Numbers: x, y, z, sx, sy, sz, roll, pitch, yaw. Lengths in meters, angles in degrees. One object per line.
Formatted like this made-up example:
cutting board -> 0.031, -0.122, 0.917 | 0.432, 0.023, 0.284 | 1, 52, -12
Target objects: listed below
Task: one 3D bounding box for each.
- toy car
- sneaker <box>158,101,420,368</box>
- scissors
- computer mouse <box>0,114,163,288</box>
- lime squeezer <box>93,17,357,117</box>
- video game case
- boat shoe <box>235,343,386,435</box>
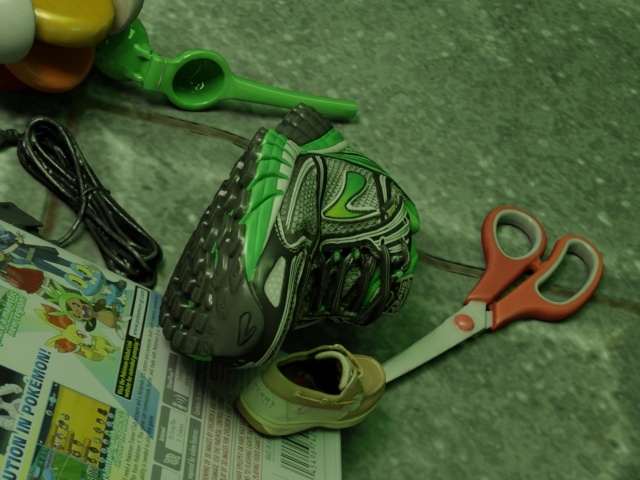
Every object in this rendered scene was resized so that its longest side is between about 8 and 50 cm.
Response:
toy car -> -0.239, -0.189, 1.023 | 0.159, 0.136, 0.182 | -25, 66, -44
sneaker -> 0.000, 0.000, 0.890 | 0.146, 0.134, 0.343 | 32, 22, 2
scissors -> 0.128, 0.063, 1.017 | 0.109, 0.021, 0.297 | 36, 44, 10
computer mouse -> -0.250, -0.017, 0.909 | 0.262, 0.060, 0.184 | -20, 60, -36
lime squeezer -> -0.123, -0.150, 1.105 | 0.310, 0.059, 0.110 | 25, 14, 3
video game case -> -0.121, 0.128, 0.746 | 0.300, 0.036, 0.329 | 26, 28, -16
boat shoe -> 0.005, 0.092, 0.852 | 0.050, 0.045, 0.135 | 46, 29, 22
